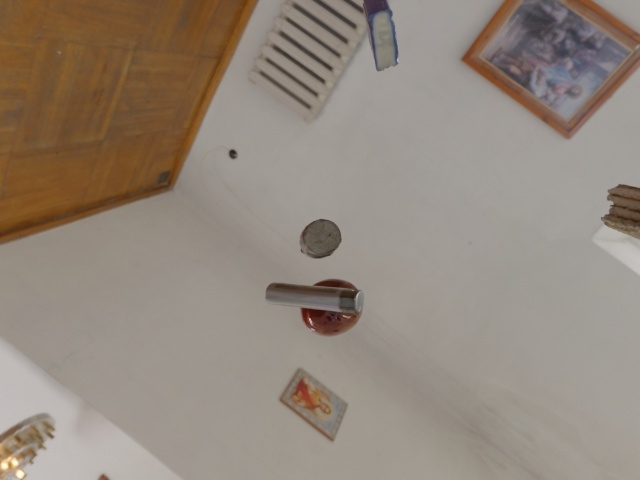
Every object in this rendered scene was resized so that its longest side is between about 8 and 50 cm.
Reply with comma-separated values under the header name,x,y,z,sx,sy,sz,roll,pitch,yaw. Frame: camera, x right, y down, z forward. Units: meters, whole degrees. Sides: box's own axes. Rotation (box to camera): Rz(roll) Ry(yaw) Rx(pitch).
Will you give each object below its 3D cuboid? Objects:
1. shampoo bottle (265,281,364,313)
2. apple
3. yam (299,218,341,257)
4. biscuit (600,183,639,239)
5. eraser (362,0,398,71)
name,x,y,z,sx,sy,sz,roll,pitch,yaw
shampoo bottle,-0.015,0.136,1.043,0.086,0.227,0.056,-1,94,-69
apple,0.032,0.205,1.332,0.168,0.181,0.181,-22,-156,54
yam,-0.003,-0.002,0.874,0.084,0.084,0.127,-53,178,-7
biscuit,0.447,-0.005,0.498,0.239,0.108,0.062,-114,-134,-72
eraser,0.066,-0.238,0.486,0.085,0.027,0.063,-91,168,-45
